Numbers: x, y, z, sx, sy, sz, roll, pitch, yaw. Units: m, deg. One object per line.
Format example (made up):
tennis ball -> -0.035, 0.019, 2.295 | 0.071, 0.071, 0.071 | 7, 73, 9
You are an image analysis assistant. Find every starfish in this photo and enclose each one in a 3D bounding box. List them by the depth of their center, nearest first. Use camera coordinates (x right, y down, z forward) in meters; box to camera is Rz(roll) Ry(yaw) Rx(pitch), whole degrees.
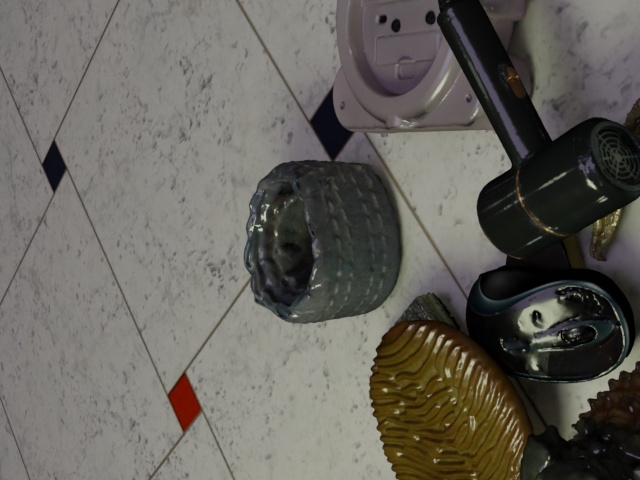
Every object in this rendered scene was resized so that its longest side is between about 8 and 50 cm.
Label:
starfish -> 0.364, -0.088, 1.243 | 0.247, 0.050, 0.138 | -42, 64, 47

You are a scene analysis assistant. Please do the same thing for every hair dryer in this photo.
hair dryer -> 0.217, -0.169, 1.256 | 0.189, 0.107, 0.352 | -35, 79, 52

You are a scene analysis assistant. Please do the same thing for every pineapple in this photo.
pineapple -> 0.309, 0.231, 1.097 | 0.223, 0.357, 0.222 | 7, 99, 47

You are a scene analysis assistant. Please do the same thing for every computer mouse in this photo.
computer mouse -> 0.258, 0.102, 1.323 | 0.233, 0.096, 0.137 | -12, 111, 51

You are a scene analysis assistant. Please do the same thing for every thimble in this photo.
thimble -> 0.000, 0.000, 1.597 | 0.205, 0.172, 0.236 | 22, 108, 44

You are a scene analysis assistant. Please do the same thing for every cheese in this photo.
cheese -> 0.257, 0.036, 1.392 | 0.162, 0.036, 0.086 | -26, 79, 49

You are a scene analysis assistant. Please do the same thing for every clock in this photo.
clock -> 0.136, -0.299, 1.451 | 0.296, 0.113, 0.322 | 5, 95, 50

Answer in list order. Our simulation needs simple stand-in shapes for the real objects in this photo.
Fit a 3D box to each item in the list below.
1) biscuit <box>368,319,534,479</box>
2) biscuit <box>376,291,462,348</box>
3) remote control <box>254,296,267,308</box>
biscuit -> 0.163, 0.252, 1.431 | 0.318, 0.040, 0.317 | 31, 129, 47
biscuit -> 0.168, 0.207, 1.503 | 0.250, 0.046, 0.147 | 59, 138, 24
remote control -> -0.066, 0.094, 1.803 | 0.124, 0.018, 0.053 | 22, 109, 47
